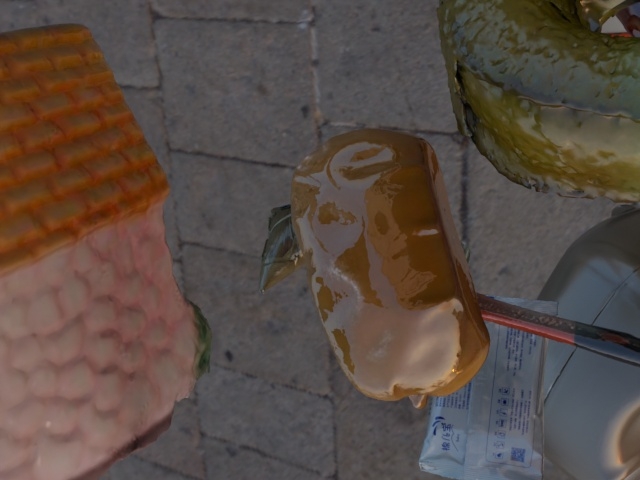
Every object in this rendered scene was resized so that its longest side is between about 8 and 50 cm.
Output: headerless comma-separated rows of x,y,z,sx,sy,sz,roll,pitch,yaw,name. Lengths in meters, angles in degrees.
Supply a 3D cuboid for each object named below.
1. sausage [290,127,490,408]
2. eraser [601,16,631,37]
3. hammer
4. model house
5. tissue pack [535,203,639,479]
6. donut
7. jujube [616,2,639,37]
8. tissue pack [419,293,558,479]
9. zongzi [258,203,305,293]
0.060,0.022,0.789,0.136,0.120,0.241,-22,78,14,sausage
0.510,-0.307,1.657,0.038,0.157,0.230,134,125,-65,eraser
0.231,0.084,0.829,0.288,0.111,0.033,14,152,18,hammer
-0.214,-0.001,0.547,0.237,0.202,0.237,8,114,35,model house
0.424,0.144,1.294,0.277,0.267,0.387,45,140,31,tissue pack
0.191,-0.144,0.545,0.272,0.107,0.272,-11,65,26,donut
0.507,-0.365,1.046,0.276,0.276,0.377,43,115,14,jujube
0.170,0.147,0.936,0.123,0.026,0.193,5,72,15,tissue pack
0.000,0.000,1.395,0.189,0.178,0.081,-16,125,23,zongzi
